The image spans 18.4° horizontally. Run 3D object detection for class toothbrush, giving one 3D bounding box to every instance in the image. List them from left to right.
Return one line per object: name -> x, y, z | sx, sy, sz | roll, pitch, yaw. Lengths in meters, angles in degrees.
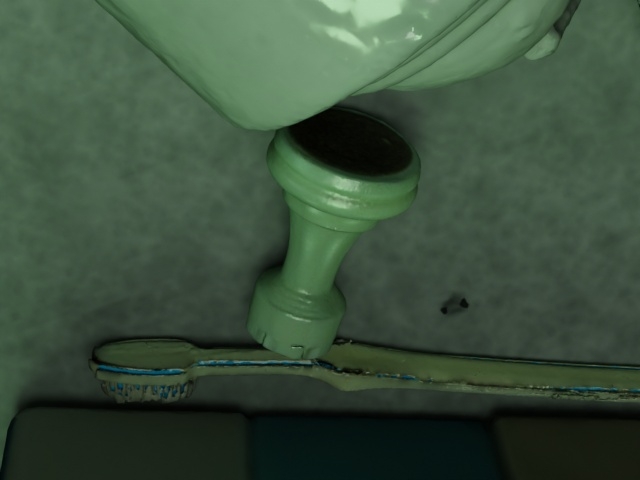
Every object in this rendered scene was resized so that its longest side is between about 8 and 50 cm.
toothbrush -> 0.042, 0.061, 0.906 | 0.294, 0.026, 0.028 | 0, 131, -3

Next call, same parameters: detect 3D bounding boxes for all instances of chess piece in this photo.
chess piece -> 0.000, 0.000, 0.862 | 0.067, 0.067, 0.103 | 13, 121, -8

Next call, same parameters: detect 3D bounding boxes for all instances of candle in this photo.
candle -> -0.020, -0.173, 0.701 | 0.221, 0.221, 0.342 | -42, 109, 14

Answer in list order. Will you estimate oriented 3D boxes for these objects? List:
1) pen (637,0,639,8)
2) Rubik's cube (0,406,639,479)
pen -> 0.118, -0.171, 0.813 | 0.025, 0.025, 0.204 | -21, 112, 6
Rubik's cube -> 0.022, 0.296, 0.832 | 0.344, 0.346, 0.347 | 1, 112, -4
